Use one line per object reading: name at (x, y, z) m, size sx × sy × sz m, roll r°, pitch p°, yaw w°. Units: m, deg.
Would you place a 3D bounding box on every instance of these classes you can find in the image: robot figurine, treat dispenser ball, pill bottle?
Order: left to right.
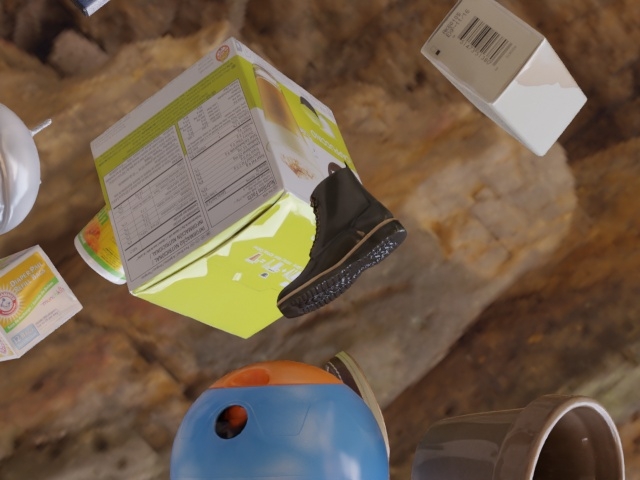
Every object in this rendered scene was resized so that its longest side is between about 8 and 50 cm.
robot figurine at (-0.537, -0.085, 1.634) m, size 0.353 × 0.200 × 0.300 m, roll -17°, pitch 158°, yaw -34°
pill bottle at (-0.362, -0.043, 2.389) m, size 0.246 × 0.136 × 0.136 m, roll -45°, pitch -174°, yaw 8°
treat dispenser ball at (-0.054, 0.303, 1.572) m, size 0.288 × 0.288 × 0.288 m, roll -43°, pitch -174°, yaw 5°

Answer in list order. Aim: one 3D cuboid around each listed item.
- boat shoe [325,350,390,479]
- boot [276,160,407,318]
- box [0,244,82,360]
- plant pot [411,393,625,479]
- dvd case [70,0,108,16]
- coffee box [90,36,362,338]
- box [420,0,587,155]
boat shoe at (0.036, 0.350, 1.930) m, size 0.123 × 0.342 × 0.123 m, roll -14°, pitch -160°, yaw -17°
boot at (0.000, 0.000, 1.608) m, size 0.198 × 0.137 × 0.077 m, roll -35°, pitch 157°, yaw -2°
box at (-0.421, 0.090, 1.590) m, size 0.114 × 0.103 × 0.203 m, roll -41°, pitch -166°, yaw -32°
plant pot at (0.258, 0.330, 1.647) m, size 0.229 × 0.263 × 0.263 m, roll 3°, pitch -141°, yaw 43°
dvd case at (-0.239, -0.402, 1.422) m, size 0.253 × 0.180 × 0.022 m, roll -41°, pitch 166°, yaw -13°
coffee box at (-0.143, -0.077, 2.104) m, size 0.338 × 0.334 × 0.337 m, roll -33°, pitch 148°, yaw 20°
box at (0.281, -0.244, 1.786) m, size 0.121 × 0.148 × 0.311 m, roll -52°, pitch 157°, yaw 7°
